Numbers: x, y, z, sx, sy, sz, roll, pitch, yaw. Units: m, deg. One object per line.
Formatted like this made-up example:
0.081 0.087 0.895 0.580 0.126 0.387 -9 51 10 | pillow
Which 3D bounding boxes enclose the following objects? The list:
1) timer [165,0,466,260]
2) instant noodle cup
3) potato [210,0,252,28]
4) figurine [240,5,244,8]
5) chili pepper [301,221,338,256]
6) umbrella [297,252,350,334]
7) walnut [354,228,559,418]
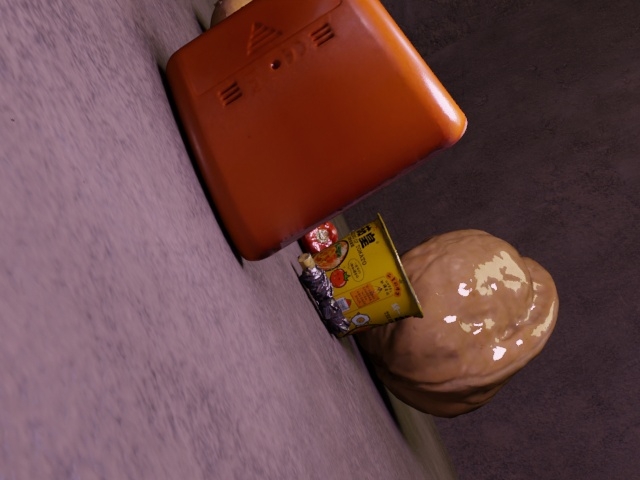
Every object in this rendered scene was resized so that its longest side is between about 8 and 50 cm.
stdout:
-0.011 -0.132 0.848 0.161 0.257 0.250 48 14 -52 | timer
0.065 0.067 1.312 0.182 0.144 0.182 -24 90 -86 | instant noodle cup
-0.132 -0.373 1.526 0.234 0.146 0.150 101 8 -75 | potato
-0.088 -0.261 1.321 0.116 0.175 0.240 -91 174 -85 | figurine
0.000 0.000 1.435 0.070 0.073 0.123 23 -4 8 | chili pepper
0.004 0.080 1.202 0.040 0.037 0.144 32 -26 56 | umbrella
0.257 0.158 1.602 0.383 0.384 0.383 64 4 -9 | walnut
